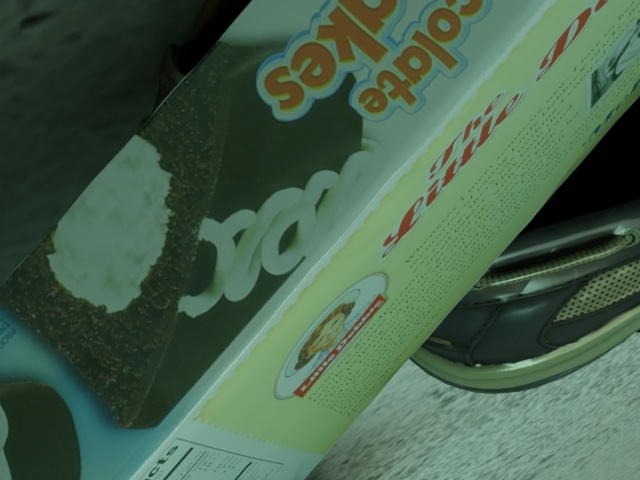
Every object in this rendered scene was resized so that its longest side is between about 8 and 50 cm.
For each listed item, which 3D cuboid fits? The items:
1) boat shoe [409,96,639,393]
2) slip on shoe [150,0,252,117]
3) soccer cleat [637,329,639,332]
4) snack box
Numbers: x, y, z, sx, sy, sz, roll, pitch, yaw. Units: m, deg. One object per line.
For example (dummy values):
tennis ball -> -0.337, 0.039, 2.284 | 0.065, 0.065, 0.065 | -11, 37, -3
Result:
boat shoe -> 0.167, -0.067, 0.570 | 0.355, 0.132, 0.130 | -39, 157, 4
slip on shoe -> -0.034, -0.043, 0.446 | 0.041, 0.051, 0.135 | 25, 115, -43
soccer cleat -> 0.134, 0.036, 0.817 | 0.179, 0.060, 0.072 | -8, 154, -36
snack box -> 0.000, 0.000, 0.420 | 0.322, 0.060, 0.187 | -49, 166, -2
